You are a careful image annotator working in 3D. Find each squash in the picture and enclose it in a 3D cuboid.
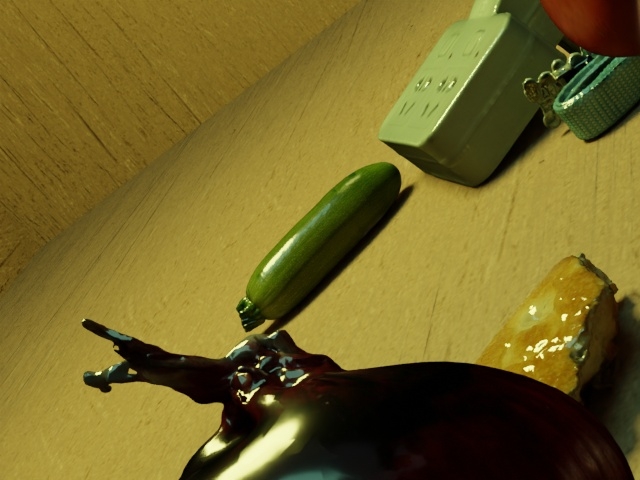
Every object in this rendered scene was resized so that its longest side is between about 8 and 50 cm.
[{"bbox_3d":[0.000,0.000,1.526,0.258,0.069,0.069,-46,15,-19],"label":"squash"}]

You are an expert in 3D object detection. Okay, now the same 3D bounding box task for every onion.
[{"bbox_3d":[0.012,0.132,0.674,0.273,0.285,0.273,-28,-7,-4],"label":"onion"}]

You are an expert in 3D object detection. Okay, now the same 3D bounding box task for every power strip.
[{"bbox_3d":[0.197,-0.179,1.493,0.261,0.141,0.229,-56,14,-1],"label":"power strip"}]

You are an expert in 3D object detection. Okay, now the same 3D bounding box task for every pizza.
[{"bbox_3d":[0.130,0.099,0.891,0.134,0.056,0.271,-31,15,42],"label":"pizza"}]

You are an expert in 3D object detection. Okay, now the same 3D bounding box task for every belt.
[{"bbox_3d":[0.287,-0.170,1.303,0.179,0.065,0.100,-40,22,-3],"label":"belt"}]

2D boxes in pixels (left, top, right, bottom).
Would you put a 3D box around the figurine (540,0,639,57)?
[{"bbox_3d":[0.274,-0.134,0.776,0.261,0.270,0.211,-28,-7,11],"label":"figurine"}]
